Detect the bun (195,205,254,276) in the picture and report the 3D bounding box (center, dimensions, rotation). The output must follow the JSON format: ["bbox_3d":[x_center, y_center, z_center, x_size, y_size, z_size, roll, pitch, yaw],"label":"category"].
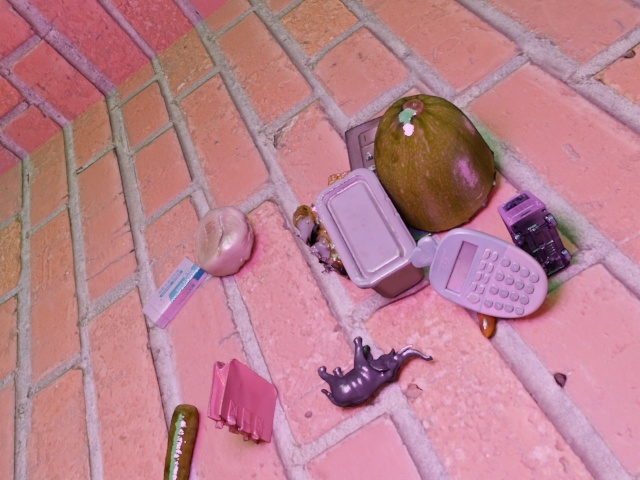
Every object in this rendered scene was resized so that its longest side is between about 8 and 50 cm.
[{"bbox_3d":[-0.292,0.001,1.865,0.229,0.145,0.229,-12,76,54],"label":"bun"}]

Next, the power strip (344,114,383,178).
[{"bbox_3d":[0.208,-0.250,1.740,0.257,0.092,0.251,-18,67,23],"label":"power strip"}]

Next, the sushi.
[{"bbox_3d":[0.005,-0.005,1.671,0.131,0.139,0.291,-43,46,9],"label":"sushi"}]

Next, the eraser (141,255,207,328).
[{"bbox_3d":[-0.466,0.164,1.913,0.095,0.052,0.225,28,75,41],"label":"eraser"}]

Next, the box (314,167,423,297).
[{"bbox_3d":[0.136,-0.007,1.520,0.175,0.182,0.312,-32,57,9],"label":"box"}]

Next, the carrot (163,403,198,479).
[{"bbox_3d":[-0.362,0.593,1.514,0.074,0.074,0.358,-16,53,23],"label":"carrot"}]

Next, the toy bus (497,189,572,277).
[{"bbox_3d":[0.470,-0.008,1.320,0.096,0.199,0.108,-32,34,9],"label":"toy bus"}]

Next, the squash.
[{"bbox_3d":[0.249,-0.205,1.468,0.310,0.309,0.310,-8,72,26],"label":"squash"}]

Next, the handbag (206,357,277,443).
[{"bbox_3d":[-0.188,0.392,1.442,0.059,0.212,0.157,-14,51,24],"label":"handbag"}]

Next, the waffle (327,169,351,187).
[{"bbox_3d":[0.068,-0.140,1.791,0.102,0.042,0.148,-10,53,26],"label":"waffle"}]

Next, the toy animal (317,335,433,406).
[{"bbox_3d":[0.119,0.295,1.408,0.269,0.082,0.137,-32,49,4],"label":"toy animal"}]

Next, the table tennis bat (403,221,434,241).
[{"bbox_3d":[0.304,-0.089,1.603,0.257,0.039,0.160,-25,52,19],"label":"table tennis bat"}]

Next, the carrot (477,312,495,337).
[{"bbox_3d":[0.379,0.126,1.379,0.061,0.061,0.209,-11,58,27],"label":"carrot"}]

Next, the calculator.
[{"bbox_3d":[0.342,0.068,1.303,0.295,0.184,0.042,22,30,15],"label":"calculator"}]
